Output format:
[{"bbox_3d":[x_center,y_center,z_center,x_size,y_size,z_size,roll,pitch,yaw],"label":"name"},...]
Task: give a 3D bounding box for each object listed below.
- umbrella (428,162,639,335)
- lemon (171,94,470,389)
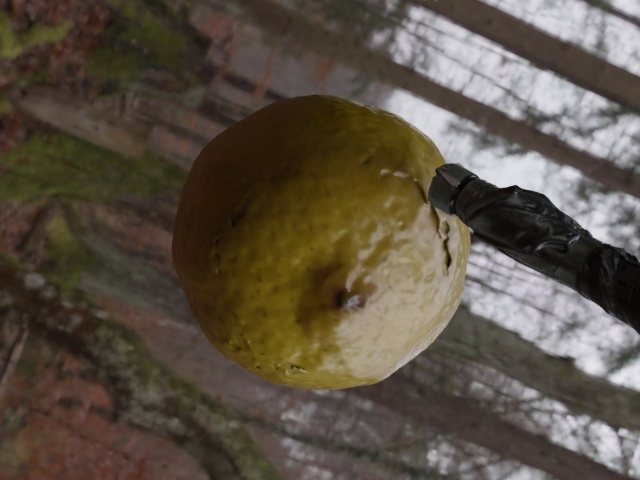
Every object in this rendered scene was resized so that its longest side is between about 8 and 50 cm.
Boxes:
[{"bbox_3d":[0.145,0.004,0.626,0.046,0.188,0.050,-19,134,-45],"label":"umbrella"},{"bbox_3d":[0.000,0.000,0.965,0.293,0.293,0.293,-159,-90,-78],"label":"lemon"}]
